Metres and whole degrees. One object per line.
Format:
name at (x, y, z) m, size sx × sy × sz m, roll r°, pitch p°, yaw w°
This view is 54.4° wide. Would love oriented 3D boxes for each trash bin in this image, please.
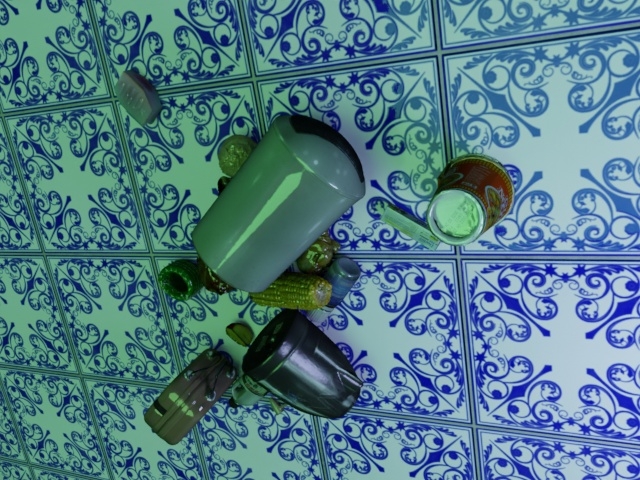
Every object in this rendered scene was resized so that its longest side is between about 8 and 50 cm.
trash bin at (-0.094, -0.100, 1.533) m, size 0.280 × 0.280 × 0.432 m, roll 45°, pitch 111°, yaw 4°

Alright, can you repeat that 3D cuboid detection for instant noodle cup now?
instant noodle cup at (0.327, -0.083, 1.408) m, size 0.193 × 0.212 × 0.193 m, roll 10°, pitch 113°, yaw 23°

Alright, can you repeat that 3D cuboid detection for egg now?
egg at (-0.216, -0.223, 1.681) m, size 0.118 × 0.116 × 0.140 m, roll -2°, pitch 147°, yaw 4°

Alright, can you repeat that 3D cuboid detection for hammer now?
hammer at (-0.080, 0.489, 1.950) m, size 0.195 × 0.028 × 0.060 m, roll -31°, pitch 87°, yaw 29°

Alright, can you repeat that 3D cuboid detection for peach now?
peach at (-0.249, 0.288, 1.934) m, size 0.083 × 0.050 × 0.077 m, roll 28°, pitch 143°, yaw 25°

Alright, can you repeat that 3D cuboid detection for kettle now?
kettle at (-0.053, 0.392, 1.786) m, size 0.324 × 0.228 × 0.321 m, roll 41°, pitch 134°, yaw -14°

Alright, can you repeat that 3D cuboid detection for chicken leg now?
chicken leg at (0.000, 0.000, 1.686) m, size 0.103 × 0.088 × 0.227 m, roll 31°, pitch 114°, yaw 24°
chicken leg at (-0.260, 0.014, 1.781) m, size 0.212 × 0.140 × 0.361 m, roll 35°, pitch 125°, yaw 20°

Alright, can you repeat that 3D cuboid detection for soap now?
soap at (-0.528, -0.417, 1.795) m, size 0.149 × 0.056 × 0.100 m, roll 46°, pitch 120°, yaw 3°

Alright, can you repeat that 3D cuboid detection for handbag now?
handbag at (-0.377, 0.456, 1.925) m, size 0.149 × 0.302 × 0.283 m, roll 45°, pitch 116°, yaw 3°

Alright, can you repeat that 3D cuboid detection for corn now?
corn at (-0.087, 0.136, 1.718) m, size 0.318 × 0.115 × 0.115 m, roll 0°, pitch 111°, yaw 48°

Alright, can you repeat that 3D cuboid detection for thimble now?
thimble at (-0.430, 0.122, 1.937) m, size 0.130 × 0.090 × 0.118 m, roll 45°, pitch 121°, yaw 4°

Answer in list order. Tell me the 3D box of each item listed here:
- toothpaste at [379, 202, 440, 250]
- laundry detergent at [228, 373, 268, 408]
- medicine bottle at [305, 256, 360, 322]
toothpaste at (0.231, -0.034, 1.579) m, size 0.164 × 0.034 × 0.046 m, roll 31°, pitch 120°, yaw 13°
laundry detergent at (-0.222, 0.469, 1.981) m, size 0.099 × 0.070 × 0.226 m, roll 36°, pitch 124°, yaw -14°
medicine bottle at (0.030, 0.140, 1.720) m, size 0.083 × 0.083 × 0.203 m, roll 39°, pitch 124°, yaw 8°
